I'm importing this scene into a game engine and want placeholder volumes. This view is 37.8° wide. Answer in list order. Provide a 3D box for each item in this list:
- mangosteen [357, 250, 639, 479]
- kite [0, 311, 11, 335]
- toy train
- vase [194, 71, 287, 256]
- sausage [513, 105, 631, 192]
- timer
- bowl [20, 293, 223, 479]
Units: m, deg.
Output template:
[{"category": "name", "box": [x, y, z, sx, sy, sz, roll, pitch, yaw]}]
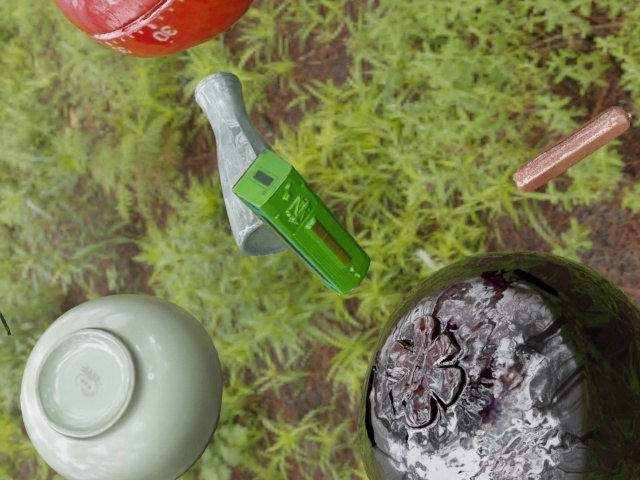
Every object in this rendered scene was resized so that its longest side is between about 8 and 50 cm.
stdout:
[{"category": "mangosteen", "box": [0.252, 0.215, 1.124, 0.382, 0.435, 0.382, -25, 52, 36]}, {"category": "kite", "box": [-0.231, 0.025, 0.649, 0.002, 0.044, 0.078, -15, 125, 27]}, {"category": "toy train", "box": [0.000, 0.000, 0.785, 0.042, 0.209, 0.044, 34, 82, 36]}, {"category": "vase", "box": [-0.084, -0.092, 1.049, 0.086, 0.086, 0.214, -51, 53, 43]}, {"category": "sausage", "box": [0.281, -0.102, 1.047, 0.147, 0.035, 0.030, -35, 46, 16]}, {"category": "timer", "box": [-0.232, -0.451, 1.324, 0.378, 0.279, 0.378, -20, 58, 36]}, {"category": "bowl", "box": [-0.355, 0.247, 1.562, 0.353, 0.185, 0.354, -3, 74, 12]}]
